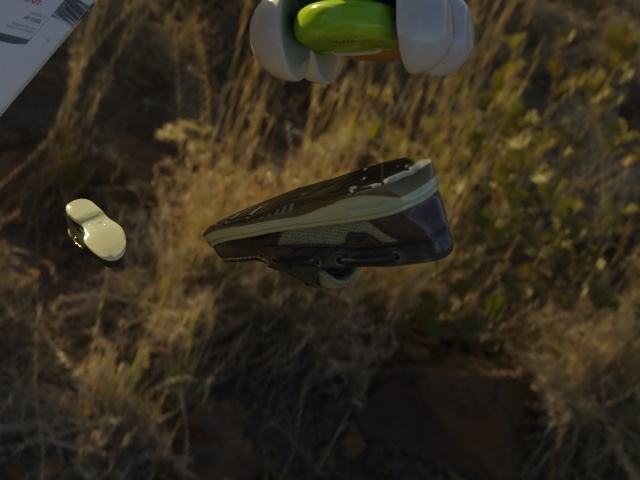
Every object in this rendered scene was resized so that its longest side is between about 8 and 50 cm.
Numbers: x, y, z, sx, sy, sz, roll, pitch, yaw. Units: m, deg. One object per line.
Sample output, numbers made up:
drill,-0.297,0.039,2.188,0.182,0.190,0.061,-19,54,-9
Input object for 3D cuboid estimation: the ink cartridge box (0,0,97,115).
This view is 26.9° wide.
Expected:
ink cartridge box,-0.247,-0.204,1.022,0.129,0.307,0.223,40,4,-19

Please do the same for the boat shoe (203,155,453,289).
boat shoe,0.001,-0.001,0.913,0.080,0.223,0.073,-29,100,-40

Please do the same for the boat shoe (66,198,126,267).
boat shoe,-0.267,-0.002,1.602,0.049,0.042,0.133,-18,37,-25

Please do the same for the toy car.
toy car,0.035,-0.198,1.082,0.159,0.136,0.182,-1,4,19
